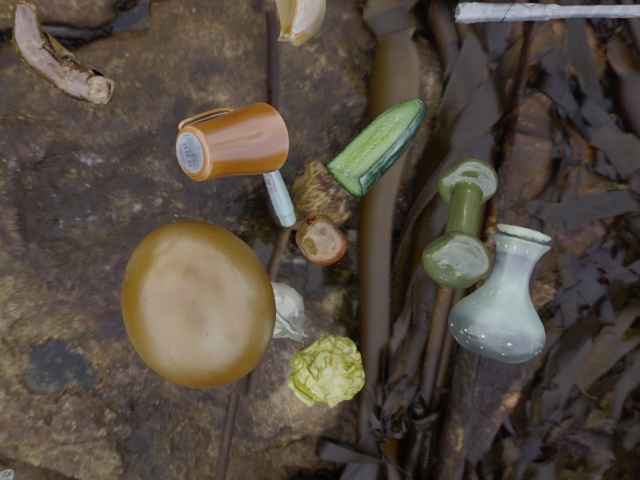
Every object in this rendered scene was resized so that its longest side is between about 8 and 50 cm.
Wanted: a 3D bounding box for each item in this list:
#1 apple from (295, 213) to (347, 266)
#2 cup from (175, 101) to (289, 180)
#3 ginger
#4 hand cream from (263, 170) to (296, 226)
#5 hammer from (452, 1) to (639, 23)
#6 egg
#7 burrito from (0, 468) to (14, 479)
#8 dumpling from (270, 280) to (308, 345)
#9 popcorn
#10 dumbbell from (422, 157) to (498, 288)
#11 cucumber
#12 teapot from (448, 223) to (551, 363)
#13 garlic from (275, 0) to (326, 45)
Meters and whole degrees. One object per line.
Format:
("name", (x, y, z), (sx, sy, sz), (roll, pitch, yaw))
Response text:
("apple", (0.001, 0.002, 1.402), (0.102, 0.126, 0.126), (-37, 96, -3))
("cup", (-0.230, -0.250, 1.507), (0.226, 0.182, 0.264), (41, 40, 24))
("ginger", (-0.675, -0.459, 1.564), (0.309, 0.133, 0.107), (39, 42, -30))
("hand cream", (-0.132, -0.174, 1.772), (0.058, 0.085, 0.331), (-13, 134, 2))
("hammer", (0.468, -0.448, 1.170), (0.426, 0.044, 0.152), (12, 83, 26))
("egg", (-0.230, 0.122, 1.155), (0.282, 0.282, 0.351), (-25, 133, -8))
("burrito", (-0.803, 0.629, 1.520), (0.045, 0.185, 0.041), (14, 100, -21))
("dumpling", (-0.109, 0.200, 1.634), (0.147, 0.193, 0.258), (-42, 131, 1))
("popcorn", (0.010, 0.362, 1.646), (0.216, 0.235, 0.181), (-31, 73, 27))
("dumbbell", (0.113, -0.016, 0.484), (0.046, 0.052, 0.118), (35, 45, -13))
("cucumber", (0.123, -0.177, 1.135), (0.244, 0.115, 0.063), (-46, 129, -21))
("teapot", (0.358, 0.101, 1.166), (0.183, 0.183, 0.251), (17, 89, -9))
("garlic", (-0.073, -0.653, 1.621), (0.164, 0.145, 0.245), (-20, 88, 14))
